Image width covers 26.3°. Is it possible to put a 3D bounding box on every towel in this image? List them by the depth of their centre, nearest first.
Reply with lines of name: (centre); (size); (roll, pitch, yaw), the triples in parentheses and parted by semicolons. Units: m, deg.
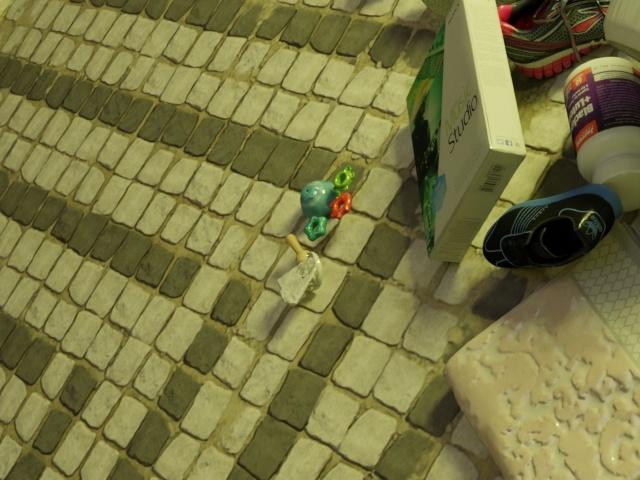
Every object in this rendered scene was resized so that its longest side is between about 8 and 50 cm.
towel: (0.323, 0.167, 1.637); (0.317, 0.053, 0.332); (-43, 39, 12)

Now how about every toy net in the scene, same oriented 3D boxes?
toy net: (0.000, 0.000, 2.098); (0.122, 0.045, 0.232); (-11, 56, 37)

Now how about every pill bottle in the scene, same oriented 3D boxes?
pill bottle: (0.378, -0.134, 1.765); (0.108, 0.108, 0.193); (-28, 44, 28)

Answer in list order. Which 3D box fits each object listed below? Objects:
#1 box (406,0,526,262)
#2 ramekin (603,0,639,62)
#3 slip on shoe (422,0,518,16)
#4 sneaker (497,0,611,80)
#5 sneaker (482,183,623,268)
box: (0.196, -0.163, 1.922); (0.232, 0.059, 0.322); (116, 159, -46)
ramekin: (0.461, -0.245, 1.620); (0.273, 0.273, 0.127); (38, 104, 52)
slip on shoe: (0.273, -0.418, 2.105); (0.331, 0.123, 0.101); (-5, 26, 49)
sneaker: (0.380, -0.325, 1.908); (0.299, 0.112, 0.120); (-26, 45, 28)
sneaker: (0.276, -0.003, 1.741); (0.090, 0.081, 0.232); (-43, 9, -37)
